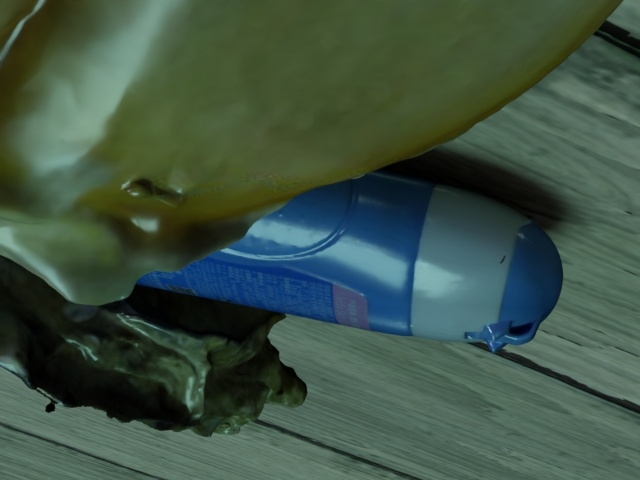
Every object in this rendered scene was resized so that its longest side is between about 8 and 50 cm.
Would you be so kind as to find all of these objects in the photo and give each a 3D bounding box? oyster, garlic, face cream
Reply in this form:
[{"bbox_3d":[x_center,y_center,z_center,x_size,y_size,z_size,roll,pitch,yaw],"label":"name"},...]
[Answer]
[{"bbox_3d":[-0.139,0.036,0.915,0.361,0.221,0.096,32,109,-22],"label":"oyster"},{"bbox_3d":[-0.044,-0.121,0.377,0.286,0.249,0.313,33,134,-4],"label":"garlic"},{"bbox_3d":[0.000,0.000,0.811,0.264,0.083,0.149,11,164,9],"label":"face cream"}]
